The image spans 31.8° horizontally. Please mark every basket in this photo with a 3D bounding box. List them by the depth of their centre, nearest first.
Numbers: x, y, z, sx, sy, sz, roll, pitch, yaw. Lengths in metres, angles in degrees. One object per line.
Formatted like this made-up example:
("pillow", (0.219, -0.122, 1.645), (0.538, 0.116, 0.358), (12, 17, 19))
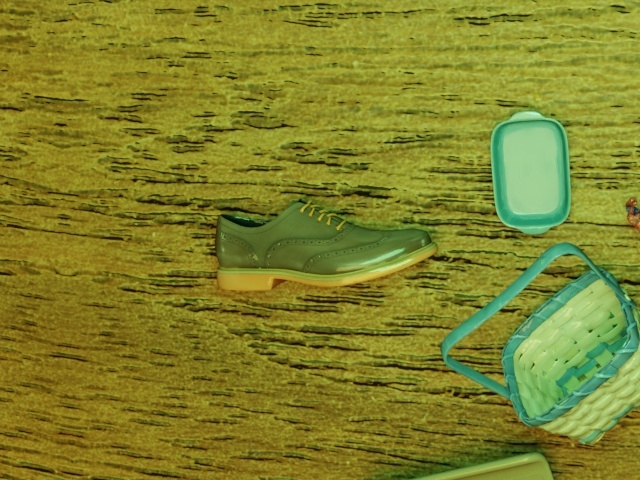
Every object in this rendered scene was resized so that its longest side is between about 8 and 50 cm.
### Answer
("basket", (0.351, 0.155, 1.649), (0.289, 0.201, 0.255), (35, 115, -32))

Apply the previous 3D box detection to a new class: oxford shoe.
("oxford shoe", (0.000, 0.000, 1.755), (0.363, 0.130, 0.133), (-5, 98, 15))

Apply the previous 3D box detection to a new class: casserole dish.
("casserole dish", (0.316, -0.104, 1.684), (0.114, 0.037, 0.188), (-3, 107, 15))

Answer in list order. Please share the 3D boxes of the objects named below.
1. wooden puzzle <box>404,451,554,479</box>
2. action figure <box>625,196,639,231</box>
("wooden puzzle", (0.268, 0.516, 1.873), (0.322, 0.080, 0.348), (-17, 107, 19))
("action figure", (0.460, -0.037, 1.623), (0.038, 0.115, 0.030), (45, 112, -3))
